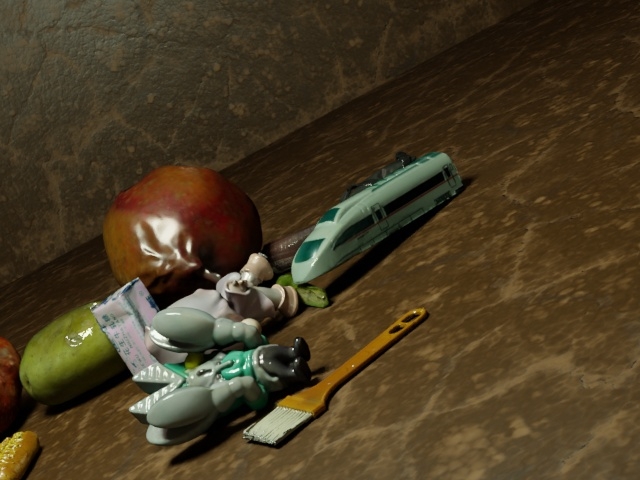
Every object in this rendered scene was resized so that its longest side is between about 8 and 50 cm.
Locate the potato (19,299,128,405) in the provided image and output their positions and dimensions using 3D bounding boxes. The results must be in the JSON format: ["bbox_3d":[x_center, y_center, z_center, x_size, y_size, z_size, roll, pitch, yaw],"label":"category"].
[{"bbox_3d":[-0.425,0.196,1.993,0.228,0.148,0.197,-29,-11,22],"label":"potato"}]

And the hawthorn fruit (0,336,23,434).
[{"bbox_3d":[-0.697,0.278,1.999,0.300,0.275,0.275,-38,14,2],"label":"hawthorn fruit"}]

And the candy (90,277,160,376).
[{"bbox_3d":[-0.311,0.156,1.894,0.092,0.160,0.073,-26,9,37],"label":"candy"}]

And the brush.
[{"bbox_3d":[0.033,0.174,1.466,0.314,0.017,0.090,-35,18,-29],"label":"brush"}]

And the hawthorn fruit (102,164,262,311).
[{"bbox_3d":[-0.260,0.011,2.068,0.308,0.308,0.324,-21,24,26],"label":"hawthorn fruit"}]

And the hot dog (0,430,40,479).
[{"bbox_3d":[-0.495,0.354,1.763,0.071,0.045,0.165,-28,15,10],"label":"hot dog"}]

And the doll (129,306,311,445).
[{"bbox_3d":[-0.155,0.172,1.534,0.258,0.153,0.195,-34,42,-5],"label":"doll"}]

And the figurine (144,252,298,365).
[{"bbox_3d":[-0.157,0.126,1.756,0.276,0.133,0.200,-38,13,-38],"label":"figurine"}]

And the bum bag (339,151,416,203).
[{"bbox_3d":[0.124,-0.134,2.330,0.198,0.049,0.087,-34,10,-20],"label":"bum bag"}]

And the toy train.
[{"bbox_3d":[0.088,-0.045,1.913,0.407,0.088,0.086,-31,14,-39],"label":"toy train"}]

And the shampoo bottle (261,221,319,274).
[{"bbox_3d":[-0.001,-0.002,2.053,0.236,0.067,0.068,-21,6,25],"label":"shampoo bottle"}]

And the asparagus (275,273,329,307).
[{"bbox_3d":[-0.030,0.087,1.848,0.041,0.045,0.178,-64,20,-4],"label":"asparagus"}]
